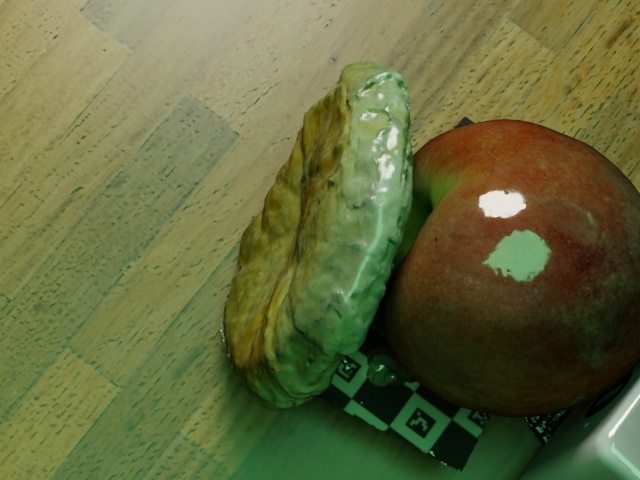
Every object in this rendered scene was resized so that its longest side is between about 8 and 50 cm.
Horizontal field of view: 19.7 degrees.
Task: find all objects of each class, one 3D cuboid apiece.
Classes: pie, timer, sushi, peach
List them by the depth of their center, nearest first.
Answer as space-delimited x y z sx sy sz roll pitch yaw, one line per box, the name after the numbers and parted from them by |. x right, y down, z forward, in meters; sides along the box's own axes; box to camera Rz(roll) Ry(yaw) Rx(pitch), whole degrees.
0.167 0.023 1.514 0.252 0.252 0.252 1 76 -6 | peach
0.000 0.000 1.534 0.071 0.306 0.306 23 75 -17 | pie
0.312 0.188 1.539 0.194 0.195 0.192 42 65 2 | timer
0.086 0.083 1.632 0.193 0.040 0.210 28 65 2 | sushi

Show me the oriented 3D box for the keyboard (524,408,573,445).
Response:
0.256 0.211 1.640 0.060 0.018 0.195 -35 82 -10 | keyboard

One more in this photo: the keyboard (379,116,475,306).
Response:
0.095 -0.027 1.650 0.061 0.013 0.204 38 64 8 | keyboard
